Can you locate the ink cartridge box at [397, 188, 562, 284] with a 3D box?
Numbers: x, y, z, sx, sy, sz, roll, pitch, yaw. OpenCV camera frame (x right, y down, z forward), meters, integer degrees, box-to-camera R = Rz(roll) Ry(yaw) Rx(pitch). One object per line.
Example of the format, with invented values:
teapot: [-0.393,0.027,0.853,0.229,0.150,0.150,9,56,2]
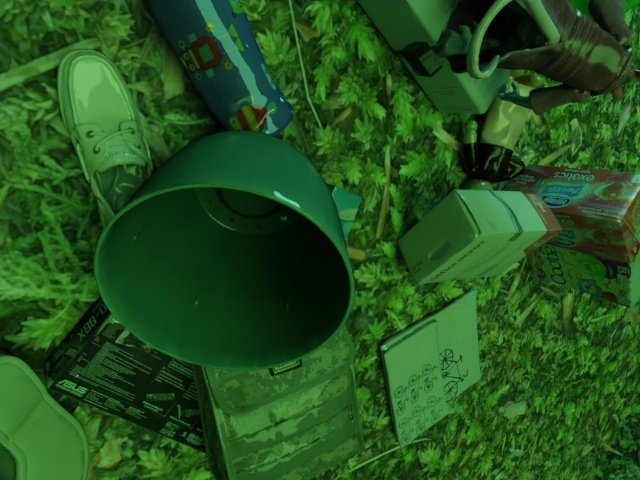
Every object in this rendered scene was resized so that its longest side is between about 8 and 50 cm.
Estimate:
ink cartridge box: [0.346,-0.008,0.992,0.283,0.117,0.207,-2,149,-34]

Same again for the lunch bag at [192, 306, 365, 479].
lunch bag: [-0.071,0.233,0.726,0.236,0.169,0.286,-14,103,-28]

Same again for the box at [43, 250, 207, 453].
box: [-0.233,0.186,0.748,0.307,0.077,0.242,43,78,-35]

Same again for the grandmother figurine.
grandmother figurine: [0.410,-0.215,1.056,0.208,0.104,0.342,17,97,-11]

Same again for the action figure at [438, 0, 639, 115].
action figure: [0.395,-0.329,0.729,0.371,0.275,0.248,19,114,-9]

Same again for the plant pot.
plant pot: [-0.105,-0.011,0.607,0.293,0.235,0.292,1,128,1]

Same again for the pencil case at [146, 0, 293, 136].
pencil case: [-0.146,-0.281,0.643,0.306,0.120,0.133,62,25,-29]

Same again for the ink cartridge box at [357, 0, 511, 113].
ink cartridge box: [0.251,-0.428,0.859,0.307,0.129,0.223,38,83,-36]

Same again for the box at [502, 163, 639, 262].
box: [0.612,-0.074,1.100,0.142,0.300,0.154,-51,126,-13]

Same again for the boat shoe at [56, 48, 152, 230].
boat shoe: [-0.276,-0.117,0.617,0.098,0.096,0.276,-20,114,-27]

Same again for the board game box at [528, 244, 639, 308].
board game box: [0.729,0.044,1.228,0.144,0.275,0.142,-36,120,-20]

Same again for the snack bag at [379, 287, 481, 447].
snack bag: [0.308,0.330,1.178,0.343,0.037,0.322,-24,115,-26]

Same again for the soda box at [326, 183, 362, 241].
soda box: [0.000,0.000,0.856,0.071,0.067,0.210,18,94,-36]

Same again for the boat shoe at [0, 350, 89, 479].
boat shoe: [-0.434,0.281,0.647,0.116,0.099,0.319,-60,150,-52]

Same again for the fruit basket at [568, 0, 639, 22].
fruit basket: [0.705,-0.699,1.067,0.353,0.165,0.327,-49,124,-16]
